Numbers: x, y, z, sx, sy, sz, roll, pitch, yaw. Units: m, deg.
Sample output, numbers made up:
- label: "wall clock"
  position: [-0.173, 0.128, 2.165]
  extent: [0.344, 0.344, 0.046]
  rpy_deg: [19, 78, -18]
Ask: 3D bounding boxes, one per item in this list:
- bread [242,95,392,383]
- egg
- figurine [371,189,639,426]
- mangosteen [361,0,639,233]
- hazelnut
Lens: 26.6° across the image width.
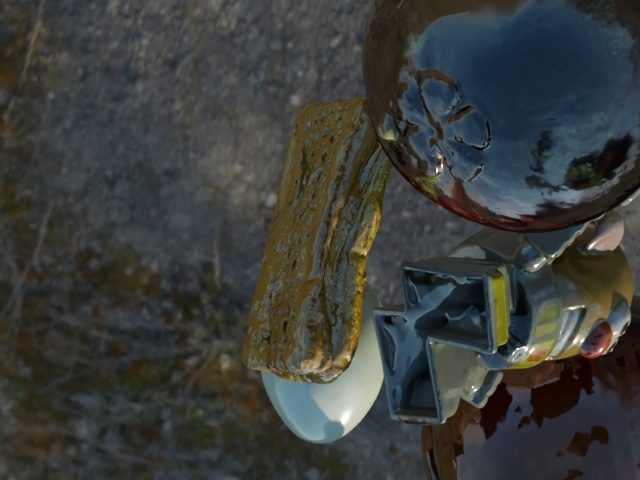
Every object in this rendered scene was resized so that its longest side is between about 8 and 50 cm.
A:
- label: "bread"
  position: [-0.002, 0.000, 1.289]
  extent: [0.077, 0.271, 0.139]
  rpy_deg: [17, 168, -33]
- label: "egg"
  position: [0.003, 0.131, 1.574]
  extent: [0.151, 0.151, 0.209]
  rpy_deg: [5, 93, 3]
- label: "figurine"
  position: [0.205, 0.063, 1.388]
  extent: [0.342, 0.285, 0.167]
  rpy_deg: [-34, 76, 48]
- label: "mangosteen"
  position: [0.158, -0.140, 0.962]
  extent: [0.231, 0.289, 0.231]
  rpy_deg: [18, 133, 21]
- label: "hazelnut"
  position: [0.355, 0.247, 1.779]
  extent: [0.429, 0.402, 0.402]
  rpy_deg: [-3, 135, -25]
